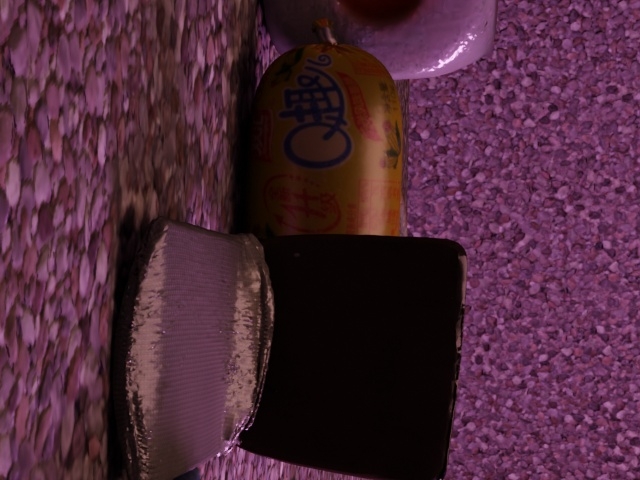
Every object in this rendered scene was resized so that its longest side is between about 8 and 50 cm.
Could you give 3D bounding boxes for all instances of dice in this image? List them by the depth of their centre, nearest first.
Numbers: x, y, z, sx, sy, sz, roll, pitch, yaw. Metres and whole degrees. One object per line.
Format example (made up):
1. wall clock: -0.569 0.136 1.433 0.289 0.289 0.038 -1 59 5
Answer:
1. dice: 0.055 -0.252 1.235 0.192 0.194 0.193 -73 163 -58

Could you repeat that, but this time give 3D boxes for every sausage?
1. sausage: 0.000 0.000 1.156 0.123 0.123 0.347 -11 104 -83

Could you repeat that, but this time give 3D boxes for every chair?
1. chair: -0.004 0.068 0.932 0.319 0.186 0.160 14 84 -85

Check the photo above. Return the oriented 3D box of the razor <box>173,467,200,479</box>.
1. razor: -0.086 0.162 0.893 0.135 0.040 0.068 -76 168 -79

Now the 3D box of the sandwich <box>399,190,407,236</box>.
1. sandwich: 0.061 0.062 1.837 0.226 0.087 0.251 85 10 -51
